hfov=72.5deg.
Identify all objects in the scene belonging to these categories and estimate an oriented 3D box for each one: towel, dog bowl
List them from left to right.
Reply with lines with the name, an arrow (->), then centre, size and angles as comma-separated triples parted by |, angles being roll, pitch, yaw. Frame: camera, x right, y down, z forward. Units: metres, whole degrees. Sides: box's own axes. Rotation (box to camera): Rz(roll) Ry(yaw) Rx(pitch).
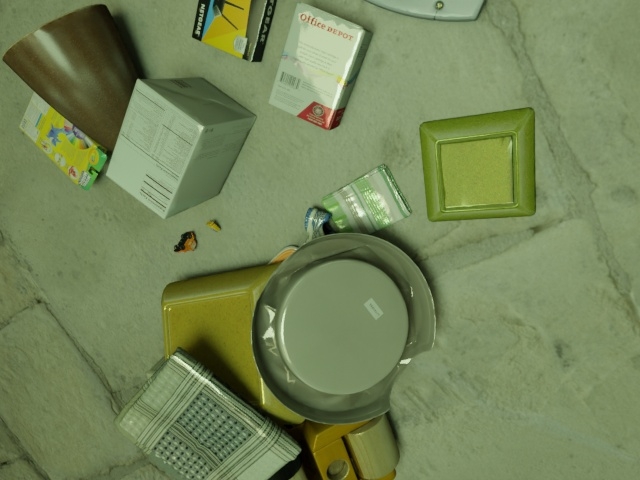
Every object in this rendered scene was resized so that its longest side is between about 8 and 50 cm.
towel -> -0.246, 0.398, 0.877 | 0.312, 0.056, 0.324 | 41, 120, -4
dog bowl -> 0.039, 0.158, 0.832 | 0.348, 0.102, 0.349 | 0, 91, -13
towel -> 0.087, -0.066, 0.861 | 0.152, 0.023, 0.113 | -26, 99, 27

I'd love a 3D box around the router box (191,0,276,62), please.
router box -> -0.150, -0.435, 0.790 | 0.133, 0.046, 0.179 | 25, 117, 9

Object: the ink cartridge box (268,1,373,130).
ink cartridge box -> 0.000, -0.304, 0.771 | 0.127, 0.072, 0.175 | 27, 117, 9

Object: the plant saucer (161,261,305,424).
plant saucer -> -0.212, 0.231, 0.926 | 0.332, 0.081, 0.333 | -11, 80, 20

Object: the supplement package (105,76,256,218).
supplement package -> -0.265, -0.186, 0.846 | 0.149, 0.194, 0.203 | 36, 117, 4

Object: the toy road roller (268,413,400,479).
toy road roller -> -0.004, 0.486, 1.042 | 0.329, 0.240, 0.203 | -22, 104, -12

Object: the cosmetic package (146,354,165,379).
cosmetic package -> -0.249, 0.338, 1.072 | 0.296, 0.153, 0.129 | -5, 109, 23

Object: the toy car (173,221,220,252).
toy car -> -0.283, 0.002, 1.007 | 0.122, 0.060, 0.040 | -16, 136, 32

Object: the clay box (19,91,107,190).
clay box -> -0.589, -0.236, 1.025 | 0.222, 0.053, 0.127 | 45, 118, -2

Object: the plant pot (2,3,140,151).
plant pot -> -0.450, -0.307, 0.880 | 0.215, 0.215, 0.230 | -18, 118, 25

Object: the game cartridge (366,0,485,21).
game cartridge -> 0.134, -0.464, 0.672 | 0.297, 0.062, 0.198 | 26, 121, 9

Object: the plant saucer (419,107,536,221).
plant saucer -> 0.272, -0.120, 0.759 | 0.188, 0.045, 0.188 | -3, 109, 21

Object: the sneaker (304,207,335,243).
sneaker -> 0.000, 0.000, 0.899 | 0.058, 0.052, 0.135 | 6, 120, 14

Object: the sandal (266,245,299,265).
sandal -> -0.127, 0.117, 0.981 | 0.102, 0.076, 0.265 | 39, 118, 3
